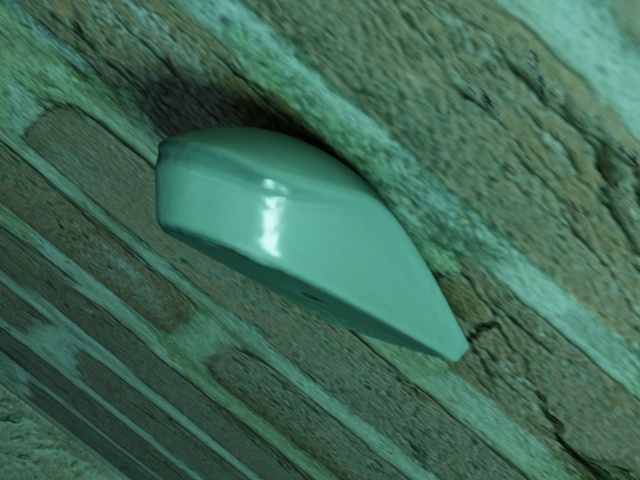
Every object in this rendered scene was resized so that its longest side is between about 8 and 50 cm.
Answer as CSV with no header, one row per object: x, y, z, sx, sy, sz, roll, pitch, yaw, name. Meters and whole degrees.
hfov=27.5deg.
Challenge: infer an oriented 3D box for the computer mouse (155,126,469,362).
0.000,0.000,0.749,0.128,0.079,0.231,20,169,41,computer mouse
